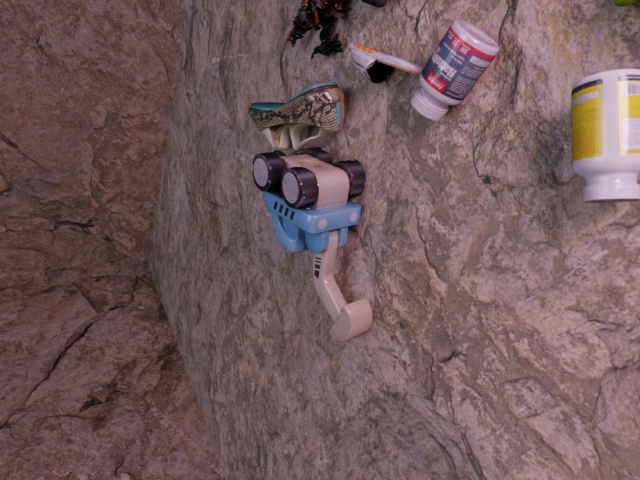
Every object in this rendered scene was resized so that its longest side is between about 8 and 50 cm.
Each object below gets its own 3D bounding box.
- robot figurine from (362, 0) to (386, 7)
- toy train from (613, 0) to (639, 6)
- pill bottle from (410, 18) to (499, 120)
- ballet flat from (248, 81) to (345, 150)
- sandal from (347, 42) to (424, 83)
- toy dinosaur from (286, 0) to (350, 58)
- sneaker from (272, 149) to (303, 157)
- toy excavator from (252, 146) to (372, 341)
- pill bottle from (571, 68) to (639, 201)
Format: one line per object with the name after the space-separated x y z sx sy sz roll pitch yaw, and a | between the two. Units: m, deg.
0.121 -0.708 1.108 0.174 0.209 0.278 -49 45 12 | robot figurine
0.477 -0.350 0.641 0.143 0.105 0.248 -137 54 -61 | toy train
0.268 -0.343 0.946 0.180 0.107 0.108 -58 45 40 | pill bottle
-0.091 -0.377 1.470 0.482 0.163 0.182 11 112 54 | ballet flat
0.145 -0.427 1.140 0.265 0.101 0.076 44 123 45 | sandal
0.002 -0.674 1.365 0.322 0.164 0.219 135 144 -70 | toy dinosaur
-0.083 -0.257 1.508 0.228 0.087 0.130 53 130 39 | sneaker
0.000 0.000 1.295 0.432 0.222 0.446 32 127 44 | toy excavator
0.436 -0.151 0.691 0.103 0.103 0.184 0 89 57 | pill bottle
